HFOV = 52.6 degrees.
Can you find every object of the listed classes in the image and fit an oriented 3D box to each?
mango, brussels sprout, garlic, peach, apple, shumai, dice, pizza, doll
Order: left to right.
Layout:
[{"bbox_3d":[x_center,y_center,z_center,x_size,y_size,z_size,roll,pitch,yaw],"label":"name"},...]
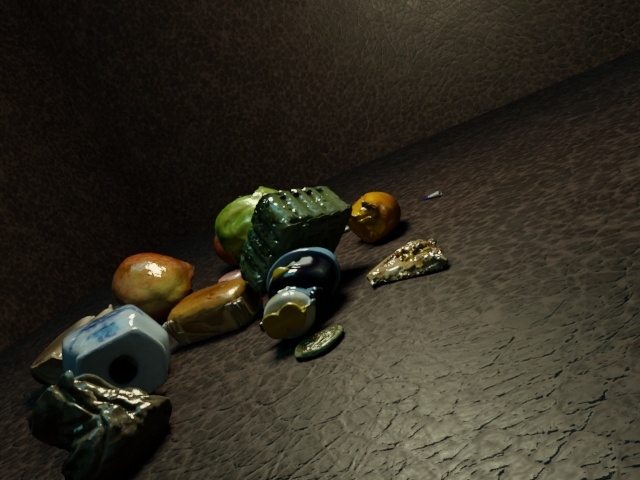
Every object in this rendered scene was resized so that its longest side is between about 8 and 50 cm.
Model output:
[{"bbox_3d":[-0.694,0.318,1.857,0.279,0.132,0.325,-21,14,19],"label":"garlic"},{"bbox_3d":[-0.372,0.290,1.107,0.184,0.185,0.218,-13,16,48],"label":"shumai"},{"bbox_3d":[-0.513,0.141,2.025,0.257,0.232,0.232,-34,13,-26],"label":"peach"},{"bbox_3d":[-0.219,0.128,1.785,0.093,0.091,0.094,-16,14,43],"label":"dice"},{"bbox_3d":[-0.284,0.007,2.351,0.201,0.162,0.201,-24,23,10],"label":"apple"},{"bbox_3d":[-0.151,-0.017,1.842,0.294,0.259,0.227,11,64,21],"label":"brussels sprout"},{"bbox_3d":[-0.046,0.102,1.391,0.177,0.141,0.314,-32,12,18],"label":"doll"},{"bbox_3d":[0.147,-0.069,1.808,0.154,0.126,0.252,-36,3,7],"label":"mango"},{"bbox_3d":[0.198,0.039,1.372,0.185,0.052,0.195,-34,14,-24],"label":"pizza"}]

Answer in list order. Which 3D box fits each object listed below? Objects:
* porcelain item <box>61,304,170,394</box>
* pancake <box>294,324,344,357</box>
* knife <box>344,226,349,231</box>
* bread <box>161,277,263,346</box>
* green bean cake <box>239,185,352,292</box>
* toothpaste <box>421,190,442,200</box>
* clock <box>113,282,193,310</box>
[{"bbox_3d":[-0.476,0.261,1.503,0.243,0.178,0.405,-29,12,-19],"label":"porcelain item"},{"bbox_3d":[-0.003,0.189,1.205,0.108,0.017,0.108,-28,8,4],"label":"pancake"},{"bbox_3d":[0.000,0.001,2.094,0.210,0.015,0.028,-24,18,14],"label":"knife"},{"bbox_3d":[-0.269,0.177,1.634,0.241,0.107,0.136,-21,15,27],"label":"bread"},{"bbox_3d":[-0.063,0.003,1.579,0.241,0.132,0.255,-14,-43,-47],"label":"green bean cake"},{"bbox_3d":[0.339,-0.136,1.977,0.024,0.015,0.083,-34,8,-31],"label":"toothpaste"},{"bbox_3d":[-0.602,0.208,2.277,0.325,0.067,0.325,-27,7,3],"label":"clock"}]
